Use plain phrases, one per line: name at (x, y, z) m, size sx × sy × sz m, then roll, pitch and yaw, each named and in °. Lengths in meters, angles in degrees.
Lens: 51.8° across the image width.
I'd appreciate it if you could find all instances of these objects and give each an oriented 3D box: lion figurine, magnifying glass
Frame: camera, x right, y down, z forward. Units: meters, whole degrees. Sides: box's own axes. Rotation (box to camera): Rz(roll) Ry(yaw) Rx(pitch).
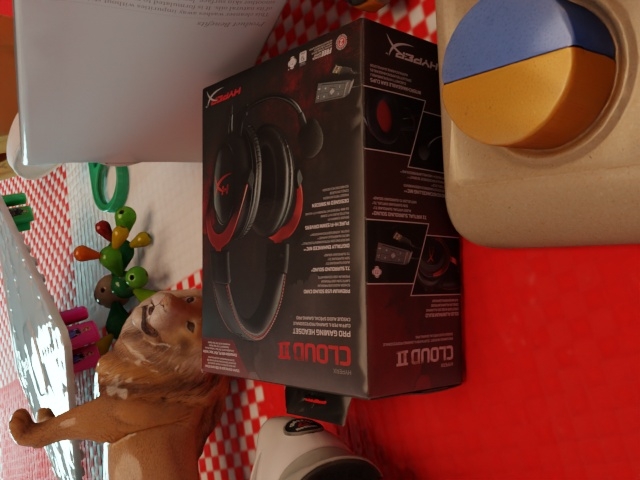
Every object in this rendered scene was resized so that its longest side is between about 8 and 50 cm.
lion figurine at (-0.172, 0.247, 0.664) m, size 0.142 × 0.240 × 0.393 m, roll 94°, pitch 164°, yaw -72°
magnifying glass at (-0.352, -0.131, 1.044) m, size 0.231 × 0.026 × 0.092 m, roll 51°, pitch 124°, yaw 36°

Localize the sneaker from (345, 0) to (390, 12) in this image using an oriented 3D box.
sneaker at (0.047, -0.322, 0.531) m, size 0.121 × 0.099 × 0.263 m, roll -8°, pitch 83°, yaw 45°

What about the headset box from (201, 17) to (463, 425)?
headset box at (0.000, 0.000, 0.552) m, size 0.218 × 0.110 × 0.294 m, roll -4°, pitch 84°, yaw 49°

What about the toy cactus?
toy cactus at (-0.283, 0.070, 0.903) m, size 0.180 × 0.112 × 0.219 m, roll -20°, pitch 81°, yaw 57°

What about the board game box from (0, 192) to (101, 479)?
board game box at (-0.409, 0.173, 0.997) m, size 0.390 × 0.050 × 0.390 m, roll 43°, pitch 135°, yaw 42°

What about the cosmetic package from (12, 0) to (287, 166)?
cosmetic package at (-0.177, -0.215, 0.624) m, size 0.385 × 0.217 × 0.156 m, roll -37°, pitch 60°, yaw 60°

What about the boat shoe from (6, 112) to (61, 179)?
boat shoe at (-0.389, -0.172, 0.998) m, size 0.277 × 0.098 × 0.096 m, roll -40°, pitch 53°, yaw 27°

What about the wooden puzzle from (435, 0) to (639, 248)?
wooden puzzle at (0.172, -0.168, 0.341) m, size 0.322 × 0.080 × 0.348 m, roll -4°, pitch 94°, yaw 50°

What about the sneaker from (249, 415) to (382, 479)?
sneaker at (-0.023, 0.311, 0.572) m, size 0.146 × 0.122 × 0.331 m, roll 21°, pitch 105°, yaw 63°

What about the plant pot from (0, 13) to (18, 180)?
plant pot at (-0.604, -0.233, 1.174) m, size 0.290 × 0.290 × 0.204 m, roll -33°, pitch 80°, yaw 44°
